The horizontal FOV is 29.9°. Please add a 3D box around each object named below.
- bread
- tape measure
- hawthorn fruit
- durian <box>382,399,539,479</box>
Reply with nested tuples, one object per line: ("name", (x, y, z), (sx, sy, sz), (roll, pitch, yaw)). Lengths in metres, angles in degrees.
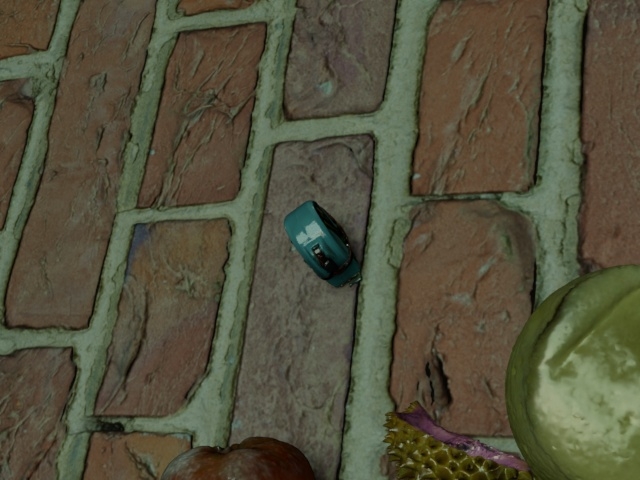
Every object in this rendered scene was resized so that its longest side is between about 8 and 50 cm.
("bread", (0.390, 0.191, 1.557), (0.320, 0.237, 0.321), (-4, 74, 15))
("tape measure", (0.000, 0.000, 1.925), (0.081, 0.125, 0.146), (-37, 54, 9))
("hawthorn fruit", (-0.107, 0.398, 1.745), (0.235, 0.263, 0.231), (-30, 21, 1))
("durian", (0.187, 0.343, 1.667), (0.260, 0.153, 0.187), (6, 94, 39))
